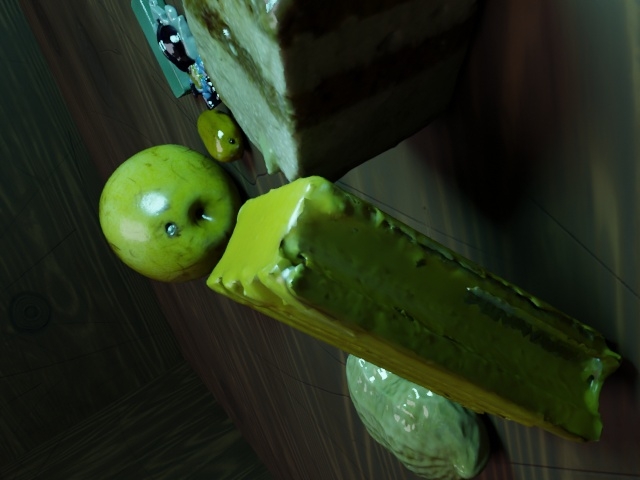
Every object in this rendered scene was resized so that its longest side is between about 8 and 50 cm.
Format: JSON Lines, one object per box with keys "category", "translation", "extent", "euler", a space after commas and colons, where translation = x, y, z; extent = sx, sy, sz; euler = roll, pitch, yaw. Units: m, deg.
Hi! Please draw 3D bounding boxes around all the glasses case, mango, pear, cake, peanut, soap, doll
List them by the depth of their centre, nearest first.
{"category": "cake", "translation": [-0.003, -0.178, 0.585], "extent": [0.196, 0.199, 0.293], "euler": [50, 159, 23]}
{"category": "soap", "translation": [0.079, 0.066, 0.619], "extent": [0.324, 0.096, 0.204], "euler": [28, 168, -19]}
{"category": "peanut", "translation": [0.126, 0.234, 0.953], "extent": [0.233, 0.110, 0.197], "euler": [35, 148, 55]}
{"category": "doll", "translation": [-0.216, -0.301, 1.130], "extent": [0.195, 0.070, 0.096], "euler": [56, 146, -6]}
{"category": "mango", "translation": [-0.170, -0.178, 1.192], "extent": [0.114, 0.060, 0.080], "euler": [48, 154, 43]}
{"category": "glasses case", "translation": [-0.270, -0.345, 1.243], "extent": [0.184, 0.039, 0.078], "euler": [65, 161, -11]}
{"category": "pear", "translation": [-0.278, -0.049, 1.345], "extent": [0.281, 0.281, 0.281], "euler": [50, 158, 29]}

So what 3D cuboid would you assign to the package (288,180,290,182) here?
{"category": "package", "translation": [0.000, 0.000, 1.072], "extent": [0.083, 0.022, 0.200], "euler": [34, 148, 54]}
